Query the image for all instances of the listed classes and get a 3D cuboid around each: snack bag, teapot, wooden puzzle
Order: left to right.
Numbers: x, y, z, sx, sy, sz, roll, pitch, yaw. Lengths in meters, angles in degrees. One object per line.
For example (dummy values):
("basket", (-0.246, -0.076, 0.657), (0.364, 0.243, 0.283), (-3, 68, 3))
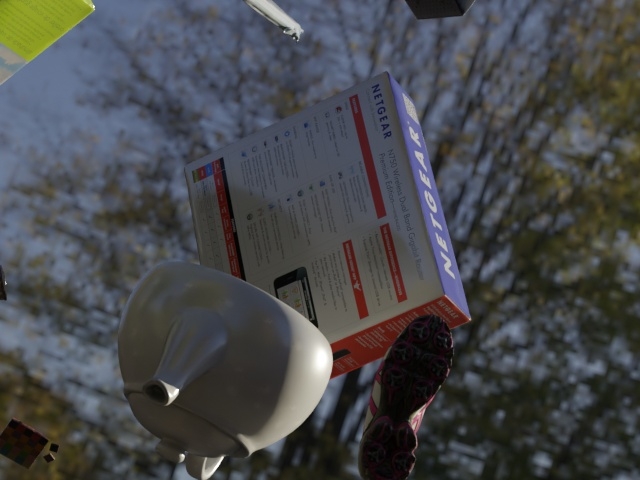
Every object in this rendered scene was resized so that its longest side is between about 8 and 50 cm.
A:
("wooden puzzle", (-0.339, 0.230, 1.991), (0.083, 0.006, 0.049), (32, -65, -12))
("snack bag", (-0.169, -0.430, 2.439), (0.342, 0.037, 0.323), (48, 7, 12))
("teapot", (-0.121, 0.154, 1.892), (0.256, 0.187, 0.252), (36, -20, -30))

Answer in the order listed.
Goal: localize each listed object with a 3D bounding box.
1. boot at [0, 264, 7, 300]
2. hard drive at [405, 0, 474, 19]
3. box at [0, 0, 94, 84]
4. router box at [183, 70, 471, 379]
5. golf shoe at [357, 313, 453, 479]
("boot", (-0.404, 0.052, 2.010), (0.087, 0.042, 0.118), (-6, 2, -10))
("hard drive", (0.113, -0.417, 2.356), (0.255, 0.054, 0.172), (58, -14, -15))
("box", (-0.314, -0.198, 1.661), (0.042, 0.178, 0.109), (58, 10, 28))
("router box", (0.000, 0.000, 2.146), (0.301, 0.335, 0.082), (-23, -34, 18))
("golf shoe", (0.080, 0.163, 1.807), (0.067, 0.186, 0.086), (23, -10, -7))
